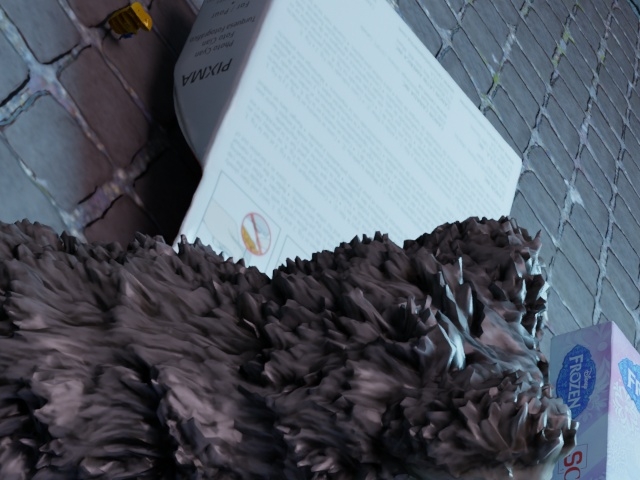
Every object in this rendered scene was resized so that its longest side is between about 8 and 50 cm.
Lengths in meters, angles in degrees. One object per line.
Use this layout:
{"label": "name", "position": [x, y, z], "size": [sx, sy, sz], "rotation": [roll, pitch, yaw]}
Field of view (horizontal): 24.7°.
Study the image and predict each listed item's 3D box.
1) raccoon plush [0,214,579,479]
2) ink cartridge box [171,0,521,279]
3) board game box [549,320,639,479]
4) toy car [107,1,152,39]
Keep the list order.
{"label": "raccoon plush", "position": [-0.097, 0.043, 0.601], "size": [0.446, 0.299, 0.216], "rotation": [32, 38, -44]}
{"label": "ink cartridge box", "position": [0.000, 0.000, 1.074], "size": [0.308, 0.091, 0.385], "rotation": [45, 50, -34]}
{"label": "board game box", "position": [0.287, 0.286, 1.238], "size": [0.318, 0.066, 0.318], "rotation": [47, 38, -34]}
{"label": "toy car", "position": [-0.108, -0.152, 1.081], "size": [0.122, 0.041, 0.060], "rotation": [38, 52, -41]}
